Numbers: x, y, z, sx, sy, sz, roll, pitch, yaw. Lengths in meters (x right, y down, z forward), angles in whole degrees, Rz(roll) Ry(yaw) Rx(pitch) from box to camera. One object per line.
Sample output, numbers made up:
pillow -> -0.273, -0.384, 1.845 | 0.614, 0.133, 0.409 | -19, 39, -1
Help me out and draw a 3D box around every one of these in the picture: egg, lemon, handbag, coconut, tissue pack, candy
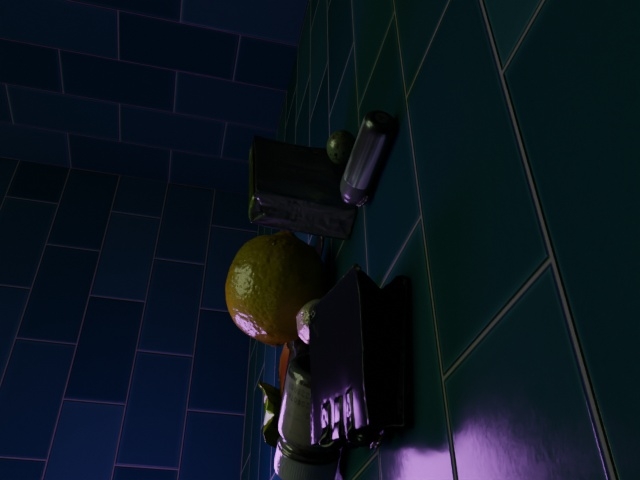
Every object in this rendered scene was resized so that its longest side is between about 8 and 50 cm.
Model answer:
egg -> 0.060, -0.263, 1.813 | 0.110, 0.085, 0.085 | 86, -177, -51
lemon -> -0.132, 0.143, 1.921 | 0.336, 0.336, 0.336 | -172, 90, -79
handbag -> 0.072, 0.246, 1.255 | 0.303, 0.122, 0.329 | 129, 146, -59
coconut -> -0.009, 0.223, 1.742 | 0.122, 0.116, 0.116 | 121, 155, -63
tissue pack -> -0.065, -0.161, 1.847 | 0.394, 0.288, 0.124 | -100, 23, -59
candy -> -0.147, 0.601, 2.183 | 0.069, 0.149, 0.246 | -32, 40, 27

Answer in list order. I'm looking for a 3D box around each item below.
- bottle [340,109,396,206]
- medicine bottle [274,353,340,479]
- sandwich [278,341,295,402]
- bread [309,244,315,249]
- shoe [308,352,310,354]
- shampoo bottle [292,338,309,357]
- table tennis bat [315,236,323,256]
bottle -> 0.112, -0.186, 1.515 | 0.096, 0.079, 0.254 | 48, 142, 23
medicine bottle -> -0.014, 0.416, 1.484 | 0.165, 0.165, 0.273 | -123, 41, -74
sandwich -> -0.105, 0.442, 2.216 | 0.193, 0.058, 0.162 | -95, 18, -47
bread -> -0.046, 0.069, 2.221 | 0.083, 0.044, 0.111 | -95, 20, -47
shoe -> 0.020, 0.224, 1.633 | 0.089, 0.092, 0.180 | 145, 132, -76
shampoo bottle -> -0.063, 0.334, 2.082 | 0.208, 0.057, 0.063 | -106, 19, -69
table tennis bat -> 0.000, 0.000, 2.117 | 0.087, 0.013, 0.156 | -104, 24, -65
